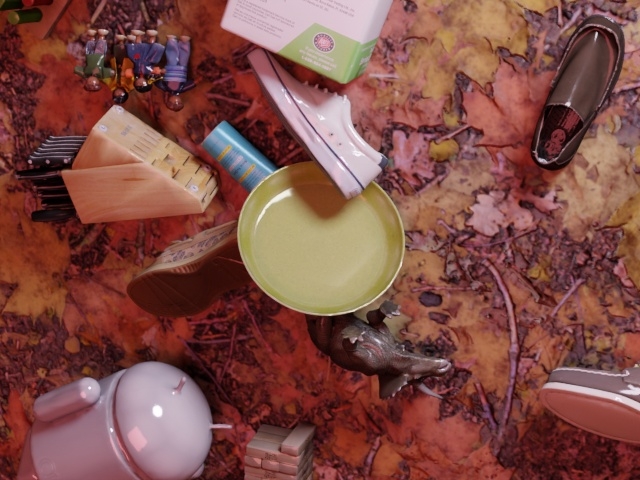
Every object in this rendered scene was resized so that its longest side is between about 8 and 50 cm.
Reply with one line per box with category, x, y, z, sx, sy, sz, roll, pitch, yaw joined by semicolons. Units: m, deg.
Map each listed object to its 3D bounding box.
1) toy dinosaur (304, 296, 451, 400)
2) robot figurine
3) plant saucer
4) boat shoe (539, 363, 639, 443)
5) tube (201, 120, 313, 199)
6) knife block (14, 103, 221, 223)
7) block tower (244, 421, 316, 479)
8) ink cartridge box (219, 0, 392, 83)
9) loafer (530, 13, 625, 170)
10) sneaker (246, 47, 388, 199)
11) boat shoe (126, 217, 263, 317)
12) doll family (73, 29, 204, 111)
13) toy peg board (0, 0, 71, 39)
toy dinosaur;0.036;0.138;1.560;0.313;0.121;0.160;26;142;23
robot figurine;-0.318;0.316;1.689;0.353;0.200;0.300;-25;135;23
plant saucer;0.000;0.000;1.512;0.241;0.241;0.037;33;156;7
boat shoe;0.471;0.224;1.456;0.324;0.097;0.116;11;149;19
tube;-0.087;-0.091;1.582;0.207;0.052;0.080;43;127;-4
knife block;-0.326;-0.075;1.635;0.275;0.088;0.242;33;126;-6
block tower;-0.070;0.458;1.706;0.097;0.091;0.335;9;107;15
ink cartridge box;0.009;-0.380;1.427;0.198;0.115;0.273;27;112;9
loafer;0.340;-0.188;1.391;0.080;0.078;0.220;21;111;12
sneaker;-0.004;-0.181;1.515;0.091;0.094;0.258;-37;88;-5
boat shoe;-0.180;0.040;1.629;0.285;0.089;0.104;-20;123;32
doll family;-0.271;-0.252;1.578;0.193;0.076;0.111;4;87;22
toy peg board;-0.453;-0.412;1.592;0.161;0.079;0.160;43;114;3
